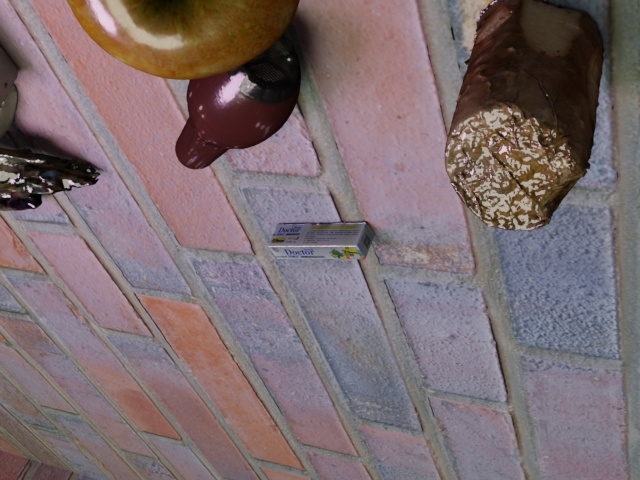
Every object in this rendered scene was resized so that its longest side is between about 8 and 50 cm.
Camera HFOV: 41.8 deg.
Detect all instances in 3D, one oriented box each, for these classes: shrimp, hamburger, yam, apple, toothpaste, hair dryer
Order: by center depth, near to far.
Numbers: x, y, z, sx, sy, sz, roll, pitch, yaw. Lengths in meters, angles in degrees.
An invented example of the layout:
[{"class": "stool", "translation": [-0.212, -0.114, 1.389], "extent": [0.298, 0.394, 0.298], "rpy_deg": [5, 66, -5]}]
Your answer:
[{"class": "yam", "translation": [0.192, -0.128, 0.784], "extent": [0.129, 0.238, 0.128], "rpy_deg": [-8, 128, 31]}, {"class": "apple", "translation": [-0.135, -0.274, 0.810], "extent": [0.237, 0.207, 0.237], "rpy_deg": [-2, 117, -3]}, {"class": "hair dryer", "translation": [-0.191, -0.243, 1.017], "extent": [0.340, 0.123, 0.312], "rpy_deg": [47, 153, -12]}, {"class": "toothpaste", "translation": [0.000, 0.000, 1.245], "extent": [0.164, 0.046, 0.034], "rpy_deg": [-1, 142, 33]}, {"class": "hamburger", "translation": [-0.509, -0.189, 1.284], "extent": [0.054, 0.084, 0.121], "rpy_deg": [36, 143, -13]}, {"class": "shrimp", "translation": [-0.567, -0.094, 1.411], "extent": [0.445, 0.085, 0.272], "rpy_deg": [0, 164, 13]}]

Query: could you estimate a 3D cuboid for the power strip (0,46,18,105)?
[{"class": "power strip", "translation": [-0.524, -0.308, 1.110], "extent": [0.058, 0.098, 0.338], "rpy_deg": [-10, 135, 21]}]
